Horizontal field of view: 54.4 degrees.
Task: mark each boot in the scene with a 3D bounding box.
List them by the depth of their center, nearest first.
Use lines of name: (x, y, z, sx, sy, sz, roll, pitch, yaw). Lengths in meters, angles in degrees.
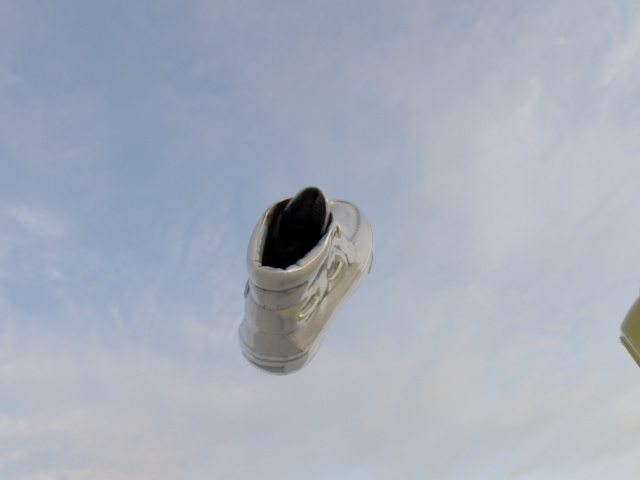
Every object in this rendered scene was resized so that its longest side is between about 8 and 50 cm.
boot: (0.000, 0.000, 0.592, 0.095, 0.258, 0.123, 14, -54, 10)

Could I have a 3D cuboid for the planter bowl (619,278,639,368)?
planter bowl: (0.399, 0.126, 0.687, 0.090, 0.217, 0.217, -35, -39, 18)
